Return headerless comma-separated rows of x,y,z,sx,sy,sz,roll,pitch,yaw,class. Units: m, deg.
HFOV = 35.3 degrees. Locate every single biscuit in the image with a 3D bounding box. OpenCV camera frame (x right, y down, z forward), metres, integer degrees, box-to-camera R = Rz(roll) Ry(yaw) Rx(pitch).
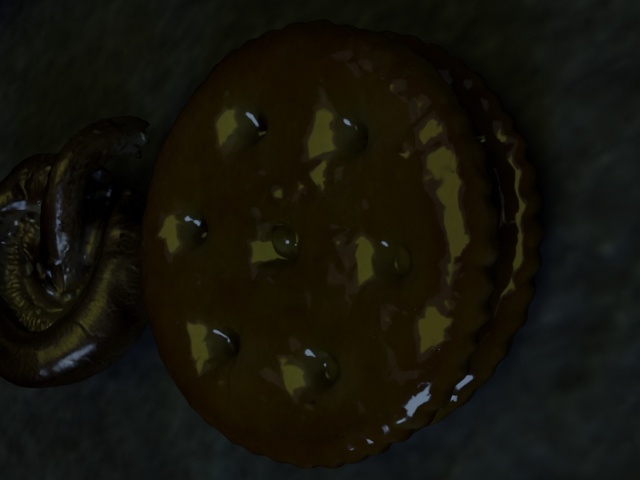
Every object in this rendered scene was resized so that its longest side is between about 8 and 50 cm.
0.000,0.000,0.498,0.221,0.066,0.220,-2,87,37,biscuit

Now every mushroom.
-0.145,0.003,0.588,0.135,0.080,0.170,36,106,18,mushroom
